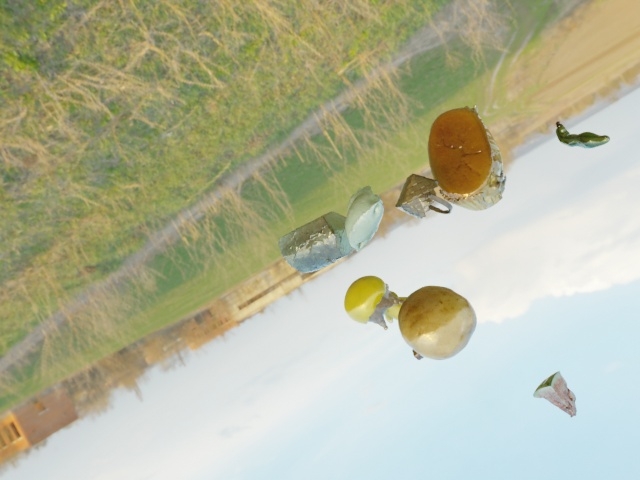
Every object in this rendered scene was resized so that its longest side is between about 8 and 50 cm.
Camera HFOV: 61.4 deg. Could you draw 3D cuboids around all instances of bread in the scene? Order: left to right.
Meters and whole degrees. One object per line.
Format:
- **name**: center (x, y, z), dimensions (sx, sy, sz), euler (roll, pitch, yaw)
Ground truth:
- **bread**: center (0.515, -0.293, 1.938), dimensions (0.236, 0.388, 0.183), euler (-29, 149, 31)

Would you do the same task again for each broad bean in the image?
- **broad bean**: center (0.748, -0.295, 1.561), dimensions (0.046, 0.061, 0.195), euler (-13, -151, -17)

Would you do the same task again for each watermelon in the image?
- **watermelon**: center (0.875, 0.549, 1.966), dimensions (0.098, 0.158, 0.121), euler (-37, 136, -26)

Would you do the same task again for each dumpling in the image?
- **dumpling**: center (0.134, -0.073, 1.691), dimensions (0.149, 0.105, 0.216), euler (-79, -176, -59)

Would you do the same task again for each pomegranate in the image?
- **pomegranate**: center (0.449, 0.311, 2.061), dimensions (0.307, 0.307, 0.307), euler (-31, 177, -2)

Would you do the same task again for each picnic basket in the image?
- **picnic basket**: center (0.356, -0.136, 1.793), dimensions (0.128, 0.178, 0.137), euler (132, -20, -85)

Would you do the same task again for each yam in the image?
- **yam**: center (0.001, 0.005, 2.055), dimensions (0.271, 0.201, 0.202), euler (-33, 179, 37)

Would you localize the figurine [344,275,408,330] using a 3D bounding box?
- **figurine**: center (0.267, 0.264, 2.301), dimensions (0.344, 0.215, 0.187), euler (12, -163, -24)
